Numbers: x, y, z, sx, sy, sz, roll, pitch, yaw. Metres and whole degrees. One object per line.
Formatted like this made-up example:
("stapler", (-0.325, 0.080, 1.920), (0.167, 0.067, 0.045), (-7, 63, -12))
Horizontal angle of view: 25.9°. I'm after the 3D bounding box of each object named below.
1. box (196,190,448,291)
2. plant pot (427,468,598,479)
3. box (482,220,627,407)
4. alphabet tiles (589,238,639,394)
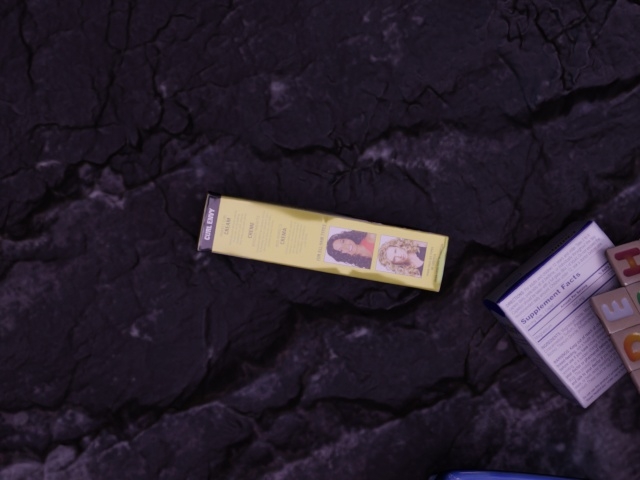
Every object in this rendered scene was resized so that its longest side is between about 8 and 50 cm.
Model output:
("box", (0.000, 0.000, 1.333), (0.232, 0.087, 0.058), (9, 92, -7))
("plant pot", (0.200, 0.329, 1.287), (0.236, 0.212, 0.236), (6, 85, -5))
("box", (0.253, 0.070, 1.363), (0.126, 0.072, 0.137), (-40, 95, -3))
("alphabet tiles", (0.365, 0.095, 1.289), (0.198, 0.009, 0.237), (-15, 67, -23))
